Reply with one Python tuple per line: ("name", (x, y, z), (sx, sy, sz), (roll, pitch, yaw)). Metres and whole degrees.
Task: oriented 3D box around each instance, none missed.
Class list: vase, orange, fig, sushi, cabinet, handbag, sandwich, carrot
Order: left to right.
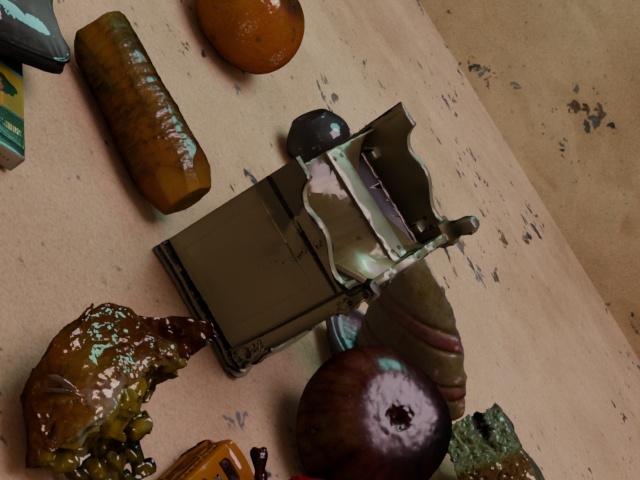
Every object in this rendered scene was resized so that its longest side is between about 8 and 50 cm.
("handbag", (-0.453, -0.332, 1.692), (0.332, 0.075, 0.191), (21, 45, -54))
("sushi", (-0.235, 0.174, 1.515), (0.179, 0.167, 0.296), (37, 16, 4))
("carrot", (-0.261, -0.182, 1.931), (0.302, 0.114, 0.114), (61, 23, 12))
("orange", (-0.121, -0.413, 2.406), (0.224, 0.170, 0.224), (43, 30, -33))
("cabinet", (0.000, 0.000, 1.882), (0.290, 0.318, 0.227), (-30, 90, -48))
("vase", (0.011, -0.148, 2.451), (0.120, 0.120, 0.183), (-64, 136, -63))
("fig", (0.074, 0.275, 1.942), (0.235, 0.214, 0.235), (16, 41, -15))
("sandwich", (0.325, 0.439, 2.254), (0.325, 0.131, 0.262), (61, 2, 3))

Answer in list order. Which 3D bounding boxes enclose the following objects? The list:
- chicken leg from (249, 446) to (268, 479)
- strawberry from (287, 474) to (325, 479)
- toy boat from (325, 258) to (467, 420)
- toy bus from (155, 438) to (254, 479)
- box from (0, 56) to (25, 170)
("chicken leg", (-0.077, 0.371, 1.668), (0.048, 0.089, 0.219), (8, 55, -9))
("strawberry", (0.031, 0.416, 1.765), (0.244, 0.205, 0.205), (46, 16, 26))
("toy boat", (0.128, 0.171, 2.087), (0.111, 0.293, 0.276), (-27, 79, -34))
("toy bus", (-0.143, 0.301, 1.617), (0.083, 0.088, 0.194), (60, 22, -2))
("box", (-0.436, -0.210, 1.696), (0.132, 0.034, 0.235), (36, 32, -43))
